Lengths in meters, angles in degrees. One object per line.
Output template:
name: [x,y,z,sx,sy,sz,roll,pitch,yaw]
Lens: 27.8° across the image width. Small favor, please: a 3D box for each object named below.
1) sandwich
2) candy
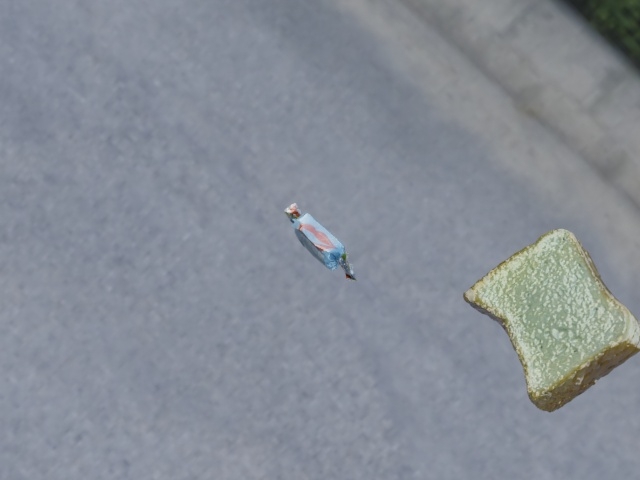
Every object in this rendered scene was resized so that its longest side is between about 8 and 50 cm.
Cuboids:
sandwich: [0.323,0.107,1.785,0.065,0.186,0.214,36,22,-51]
candy: [-0.001,0.000,0.934,0.020,0.030,0.083,-33,53,-18]
